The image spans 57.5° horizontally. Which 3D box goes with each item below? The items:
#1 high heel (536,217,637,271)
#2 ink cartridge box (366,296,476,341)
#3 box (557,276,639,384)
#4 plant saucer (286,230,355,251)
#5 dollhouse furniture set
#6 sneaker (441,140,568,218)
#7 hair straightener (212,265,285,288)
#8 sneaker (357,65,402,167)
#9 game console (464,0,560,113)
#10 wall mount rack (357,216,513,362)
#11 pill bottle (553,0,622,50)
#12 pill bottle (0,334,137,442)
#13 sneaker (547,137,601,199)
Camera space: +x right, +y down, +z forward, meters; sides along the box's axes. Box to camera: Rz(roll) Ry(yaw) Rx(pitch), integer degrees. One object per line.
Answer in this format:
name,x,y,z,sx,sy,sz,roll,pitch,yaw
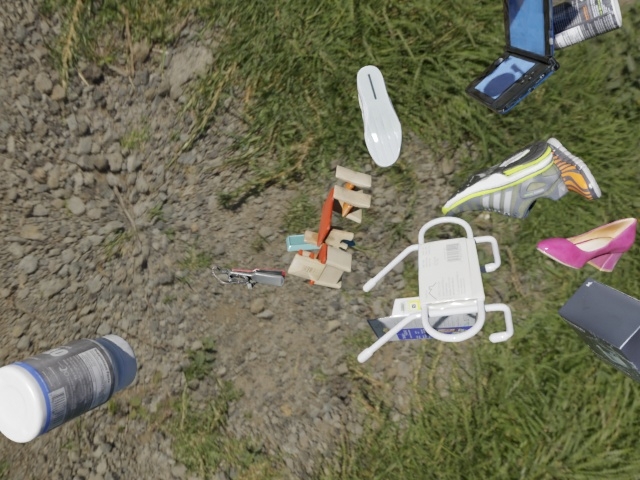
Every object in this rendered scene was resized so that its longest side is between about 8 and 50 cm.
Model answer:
high heel,0.518,-0.006,1.125,0.244,0.082,0.117,10,111,-28
ink cartridge box,0.311,0.237,1.758,0.307,0.304,0.072,-4,68,12
box,0.531,0.166,1.018,0.093,0.156,0.158,-47,113,0
plant saucer,0.000,0.000,1.642,0.192,0.067,0.018,-4,121,-6
dollhouse furniture set,0.010,-0.020,1.439,0.135,0.262,0.259,17,46,-10
sneaker,0.371,-0.090,1.208,0.111,0.300,0.121,-42,98,-31
hair straightener,-0.227,0.113,1.837,0.230,0.089,0.047,10,113,-5
sneaker,0.151,-0.305,1.464,0.094,0.091,0.258,-10,83,9
game console,0.463,-0.488,1.477,0.250,0.293,0.173,-41,110,13
wall mount rack,0.215,0.108,1.173,0.304,0.350,0.131,-9,127,15
pill bottle,0.746,-0.647,1.730,0.130,0.245,0.131,21,64,-50
pill bottle,-0.268,0.150,0.622,0.078,0.137,0.078,4,100,25
sneaker,0.725,-0.185,1.817,0.180,0.321,0.125,-33,119,12
